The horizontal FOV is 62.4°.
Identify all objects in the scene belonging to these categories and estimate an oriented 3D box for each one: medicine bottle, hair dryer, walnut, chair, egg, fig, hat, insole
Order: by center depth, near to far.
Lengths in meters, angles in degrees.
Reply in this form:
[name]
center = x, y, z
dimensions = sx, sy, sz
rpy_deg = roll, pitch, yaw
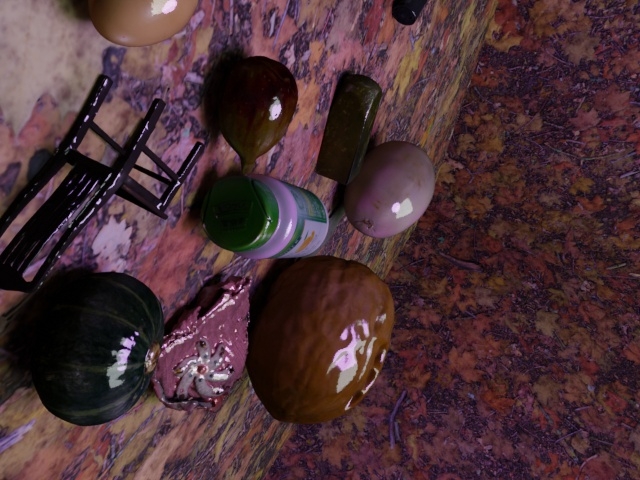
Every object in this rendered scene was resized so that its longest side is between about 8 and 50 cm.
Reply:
[egg]
center = -0.150, -0.207, 0.445
dimensions = 0.096, 0.080, 0.080
rpy_deg = -56, 163, -29
[chair]
center = -0.214, -0.038, 0.510
dimensions = 0.212, 0.084, 0.101
rpy_deg = -61, 161, -10
[fig]
center = -0.086, -0.161, 0.697
dimensions = 0.109, 0.103, 0.154
rpy_deg = -19, 129, -38
[medicine bottle]
center = -0.083, -0.036, 0.857
dimensions = 0.133, 0.134, 0.274
rpy_deg = -66, 164, 5
[hat]
center = -0.194, 0.218, 0.943
dimensions = 0.237, 0.107, 0.286
rpy_deg = -40, 149, -36
[hair dryer]
center = 0.188, -0.552, 1.095
dimensions = 0.100, 0.057, 0.197
rpy_deg = -63, 160, -13
[walnut]
center = -0.001, 0.229, 1.218
dimensions = 0.397, 0.308, 0.354
rpy_deg = -62, 160, -15
[insole]
center = 0.000, 0.000, 1.430
dimensions = 0.348, 0.009, 0.119
rpy_deg = -53, 162, -36

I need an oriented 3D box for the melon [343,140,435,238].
[melon]
center = 0.188, -0.140, 1.425
dimensions = 0.317, 0.223, 0.223
rpy_deg = -55, 163, -41

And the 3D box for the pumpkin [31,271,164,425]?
[pumpkin]
center = -0.241, 0.117, 0.583
dimensions = 0.167, 0.125, 0.167
rpy_deg = -157, -90, -81

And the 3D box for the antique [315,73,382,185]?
[antique]
center = 0.060, -0.235, 1.113
dimensions = 0.080, 0.081, 0.220
rpy_deg = -48, 158, -51
